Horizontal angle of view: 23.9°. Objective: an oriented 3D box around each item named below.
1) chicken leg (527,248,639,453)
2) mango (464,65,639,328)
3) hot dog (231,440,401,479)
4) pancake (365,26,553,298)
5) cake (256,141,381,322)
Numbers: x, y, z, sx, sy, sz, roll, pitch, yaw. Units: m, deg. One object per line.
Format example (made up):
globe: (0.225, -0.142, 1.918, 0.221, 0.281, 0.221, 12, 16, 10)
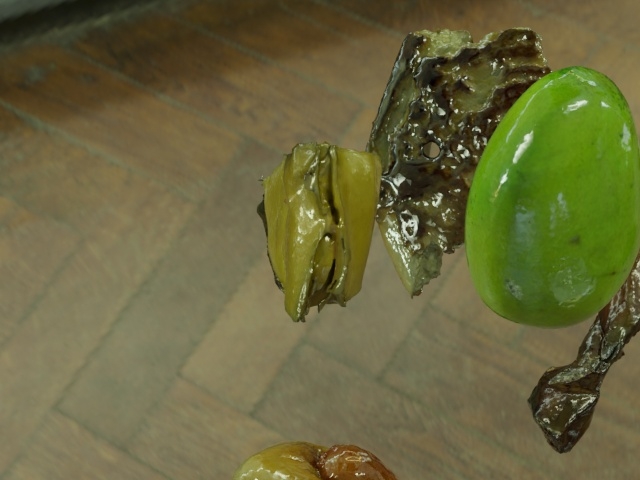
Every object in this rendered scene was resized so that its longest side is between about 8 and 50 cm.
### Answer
chicken leg: (0.275, 0.064, 1.371, 0.093, 0.113, 0.304, 41, 61, -5)
mango: (0.089, -0.015, 0.566, 0.073, 0.108, 0.056, -14, 35, -28)
hot dog: (0.034, 0.294, 1.353, 0.153, 0.150, 0.257, -18, 93, 25)
pancake: (0.126, -0.100, 1.457, 0.257, 0.056, 0.212, -39, 70, 1)
cake: (0.004, 0.000, 0.941, 0.079, 0.185, 0.116, 0, 81, -13)
